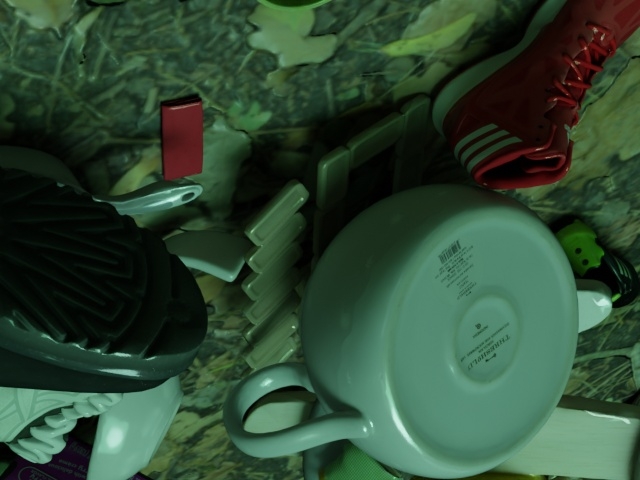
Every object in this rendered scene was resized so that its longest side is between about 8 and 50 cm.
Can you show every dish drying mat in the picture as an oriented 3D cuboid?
[{"bbox_3d":[-0.105,-0.077,1.135,0.032,0.008,0.083,-14,145,-15],"label":"dish drying mat"}]

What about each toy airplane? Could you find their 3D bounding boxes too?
[{"bbox_3d":[0.175,0.207,1.444,0.384,0.272,0.386,34,136,-27],"label":"toy airplane"}]

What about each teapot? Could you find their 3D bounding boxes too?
[{"bbox_3d":[0.071,0.069,1.222,0.256,0.187,0.252,15,87,-39],"label":"teapot"}]

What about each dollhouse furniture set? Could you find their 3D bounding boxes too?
[{"bbox_3d":[0.053,0.259,1.367,0.076,0.152,0.058,-53,166,29],"label":"dollhouse furniture set"}]

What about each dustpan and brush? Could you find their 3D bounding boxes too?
[{"bbox_3d":[-0.195,-0.024,1.101,0.211,0.060,0.147,-19,145,-10],"label":"dustpan and brush"}]

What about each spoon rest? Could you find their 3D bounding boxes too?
[{"bbox_3d":[-0.146,0.098,1.263,0.084,0.137,0.276,27,122,0],"label":"spoon rest"}]

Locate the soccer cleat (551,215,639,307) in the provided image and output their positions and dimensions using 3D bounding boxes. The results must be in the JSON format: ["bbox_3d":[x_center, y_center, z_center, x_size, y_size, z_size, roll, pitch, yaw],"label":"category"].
[{"bbox_3d":[0.277,0.040,1.470,0.060,0.072,0.179,-35,144,14],"label":"soccer cleat"}]

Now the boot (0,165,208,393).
[{"bbox_3d":[-0.325,0.137,1.096,0.367,0.146,0.445,20,128,-12],"label":"boot"}]

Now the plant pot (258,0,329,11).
[{"bbox_3d":[-0.021,-0.204,0.958,0.083,0.079,0.083,-16,144,-13],"label":"plant pot"}]

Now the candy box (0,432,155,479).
[{"bbox_3d":[-0.241,0.289,1.301,0.233,0.159,0.071,-55,167,-40],"label":"candy box"}]

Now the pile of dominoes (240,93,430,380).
[{"bbox_3d":[0.000,0.000,1.260,0.196,0.040,0.251,-32,148,-27],"label":"pile of dominoes"}]

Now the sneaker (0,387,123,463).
[{"bbox_3d":[-0.223,0.090,1.179,0.118,0.110,0.292,17,140,-26],"label":"sneaker"}]

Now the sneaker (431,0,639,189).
[{"bbox_3d":[0.198,-0.118,1.154,0.221,0.128,0.087,-42,133,19],"label":"sneaker"}]

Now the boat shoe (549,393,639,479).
[{"bbox_3d":[0.418,0.255,1.789,0.355,0.130,0.132,-38,144,18],"label":"boat shoe"}]
